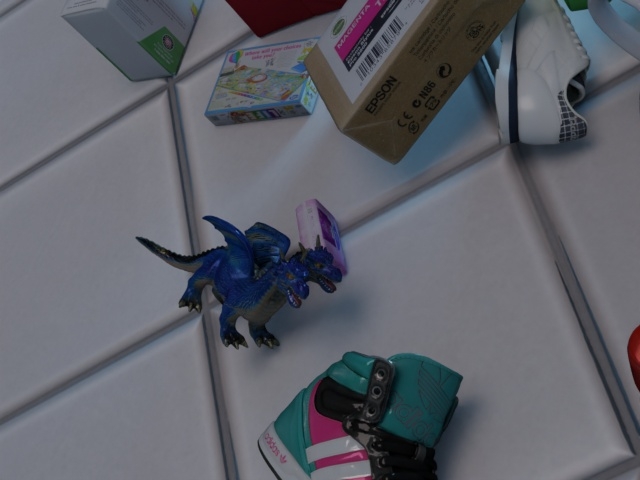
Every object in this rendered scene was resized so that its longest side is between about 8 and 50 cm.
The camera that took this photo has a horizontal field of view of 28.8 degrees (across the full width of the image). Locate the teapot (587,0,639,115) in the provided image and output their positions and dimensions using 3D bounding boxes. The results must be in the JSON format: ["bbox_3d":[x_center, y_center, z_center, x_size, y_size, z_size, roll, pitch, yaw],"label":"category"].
[{"bbox_3d":[0.381,-0.151,1.091,0.256,0.187,0.253,-20,49,25],"label":"teapot"}]

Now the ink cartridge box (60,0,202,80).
[{"bbox_3d":[-0.244,-0.351,1.717,0.093,0.154,0.212,-2,60,37],"label":"ink cartridge box"}]

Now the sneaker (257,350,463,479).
[{"bbox_3d":[0.076,0.197,1.120,0.178,0.123,0.295,-54,43,5],"label":"sneaker"}]

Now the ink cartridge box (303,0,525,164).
[{"bbox_3d":[0.096,-0.229,1.361,0.235,0.088,0.193,-53,30,17],"label":"ink cartridge box"}]

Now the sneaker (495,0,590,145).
[{"bbox_3d":[0.238,-0.195,1.315,0.094,0.090,0.235,0,59,15],"label":"sneaker"}]

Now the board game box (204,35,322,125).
[{"bbox_3d":[-0.066,-0.200,1.569,0.154,0.026,0.103,-2,59,36],"label":"board game box"}]

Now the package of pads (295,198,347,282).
[{"bbox_3d":[0.000,0.000,1.360,0.032,0.050,0.083,-27,48,18],"label":"package of pads"}]

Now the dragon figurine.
[{"bbox_3d":[-0.086,0.021,1.343,0.289,0.085,0.144,39,115,45],"label":"dragon figurine"}]

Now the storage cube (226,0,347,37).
[{"bbox_3d":[-0.045,-0.409,1.585,0.183,0.193,0.215,-14,52,29],"label":"storage cube"}]

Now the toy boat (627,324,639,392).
[{"bbox_3d":[0.398,0.086,0.958,0.318,0.148,0.268,-11,59,21],"label":"toy boat"}]

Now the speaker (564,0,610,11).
[{"bbox_3d":[0.371,-0.341,1.257,0.296,0.131,0.131,-23,48,11],"label":"speaker"}]
